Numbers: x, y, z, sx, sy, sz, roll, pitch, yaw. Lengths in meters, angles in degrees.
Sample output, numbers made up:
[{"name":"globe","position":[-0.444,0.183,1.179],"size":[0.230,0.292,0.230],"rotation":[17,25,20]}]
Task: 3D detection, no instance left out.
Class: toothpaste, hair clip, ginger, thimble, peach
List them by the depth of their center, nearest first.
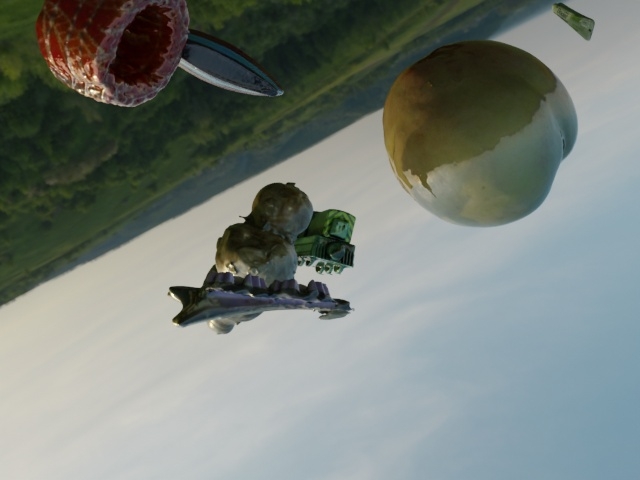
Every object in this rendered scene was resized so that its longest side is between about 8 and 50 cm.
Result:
[{"name":"peach","position":[0.237,-0.168,0.953],"size":[0.292,0.292,0.247],"rotation":[-30,178,-14]},{"name":"hair clip","position":[-0.090,0.093,0.969],"size":[0.292,0.084,0.106],"rotation":[2,159,-10]},{"name":"ginger","position":[-0.147,0.060,1.341],"size":[0.375,0.176,0.256],"rotation":[-59,-175,36]},{"name":"toothpaste","position":[0.610,-0.540,1.514],"size":[0.029,0.048,0.197],"rotation":[-2,-143,-9]},{"name":"thimble","position":[-0.508,-0.516,1.562],"size":[0.350,0.231,0.350],"rotation":[-55,163,-26]}]

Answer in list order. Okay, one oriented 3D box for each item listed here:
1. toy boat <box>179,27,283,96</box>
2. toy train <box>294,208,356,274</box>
[{"name":"toy boat","position":[-0.290,-0.527,1.897],"size":[0.136,0.392,0.079],"rotation":[-62,-165,18]},{"name":"toy train","position":[0.000,0.000,1.746],"size":[0.139,0.178,0.330],"rotation":[16,172,-16]}]
